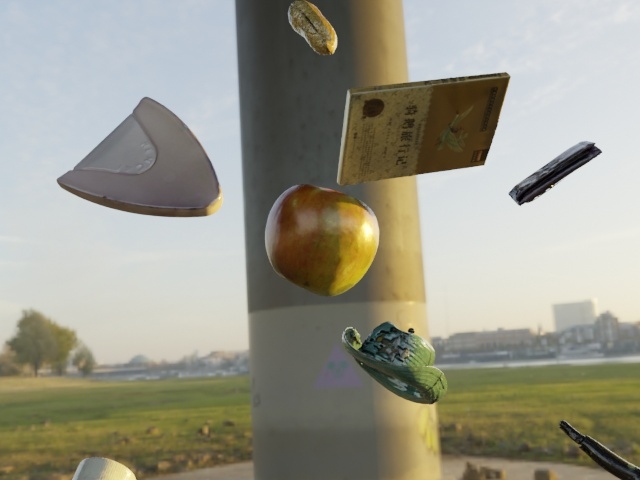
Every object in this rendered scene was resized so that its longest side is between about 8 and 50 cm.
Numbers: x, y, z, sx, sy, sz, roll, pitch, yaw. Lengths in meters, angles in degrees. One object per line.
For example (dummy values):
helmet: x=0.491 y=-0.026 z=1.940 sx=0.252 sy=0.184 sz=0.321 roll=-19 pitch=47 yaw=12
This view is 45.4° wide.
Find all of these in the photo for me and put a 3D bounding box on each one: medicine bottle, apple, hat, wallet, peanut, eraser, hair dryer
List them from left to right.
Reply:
medicine bottle: x=-0.461 y=0.565 z=1.500 sx=0.145 sy=0.252 sz=0.144 roll=8 pitch=-48 yaw=9
eraser: x=-0.248 y=-0.099 z=1.166 sx=0.243 sy=0.204 sz=0.059 roll=31 pitch=-26 yaw=21
peanut: x=-0.016 y=-0.499 z=1.801 sx=0.080 sy=0.174 sz=0.080 roll=-26 pitch=-29 yaw=-16
apple: x=0.000 y=0.000 z=1.278 sx=0.196 sy=0.195 sz=0.196 roll=-3 pitch=-9 yaw=-1
hat: x=0.102 y=0.150 z=0.995 sx=0.138 sy=0.078 sz=0.191 roll=26 pitch=-14 yaw=27
wallet: x=0.412 y=-0.119 z=1.357 sx=0.166 sy=0.030 sz=0.111 roll=-35 pitch=3 yaw=12
hair dryer: x=0.499 y=0.356 z=1.266 sx=0.219 sy=0.075 sz=0.195 roll=33 pitch=38 yaw=23

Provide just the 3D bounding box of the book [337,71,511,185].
book: x=0.189 y=-0.206 z=1.431 sx=0.311 sy=0.021 sz=0.216 roll=-9 pitch=-43 yaw=-14
